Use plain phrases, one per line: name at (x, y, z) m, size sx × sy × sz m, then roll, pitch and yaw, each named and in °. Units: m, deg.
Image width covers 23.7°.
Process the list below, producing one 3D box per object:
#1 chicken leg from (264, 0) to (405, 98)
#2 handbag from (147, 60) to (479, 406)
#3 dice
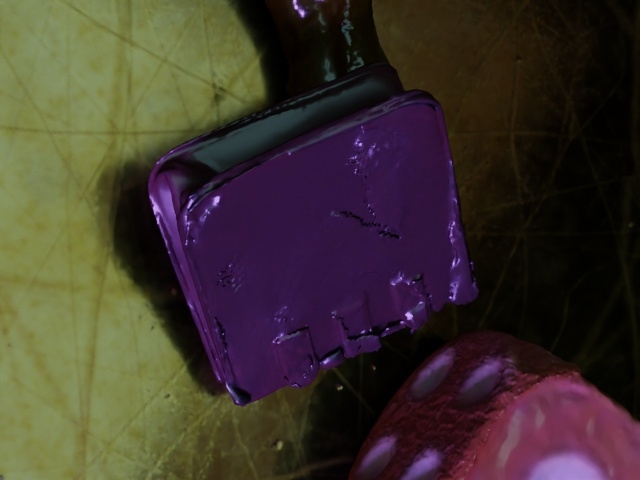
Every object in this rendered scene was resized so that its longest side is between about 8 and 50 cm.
chicken leg at (0.008, -0.249, 1.091) m, size 0.211 × 0.140 × 0.361 m, roll -23°, pitch 108°, yaw 3°
handbag at (-0.001, -0.002, 1.069) m, size 0.203 × 0.074 × 0.216 m, roll -26°, pitch 131°, yaw -11°
dice at (0.133, 0.180, 1.105) m, size 0.175 × 0.179 × 0.174 m, roll 39°, pitch 77°, yaw -20°
